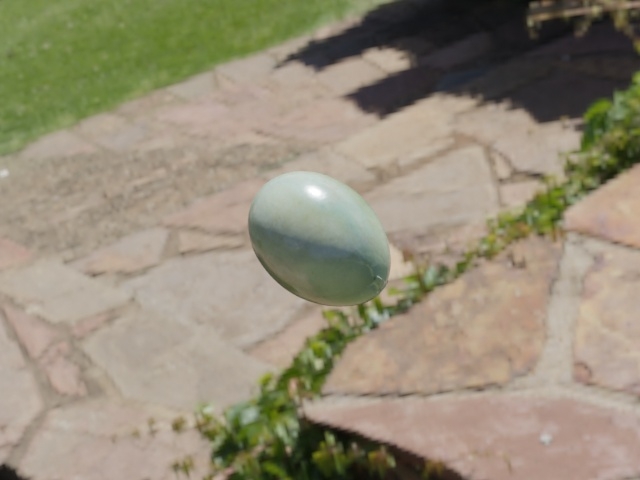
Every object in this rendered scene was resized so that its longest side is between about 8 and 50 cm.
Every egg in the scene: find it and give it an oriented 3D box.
[{"bbox_3d":[0.000,0.000,1.292,0.152,0.114,0.114,38,51,19],"label":"egg"}]
